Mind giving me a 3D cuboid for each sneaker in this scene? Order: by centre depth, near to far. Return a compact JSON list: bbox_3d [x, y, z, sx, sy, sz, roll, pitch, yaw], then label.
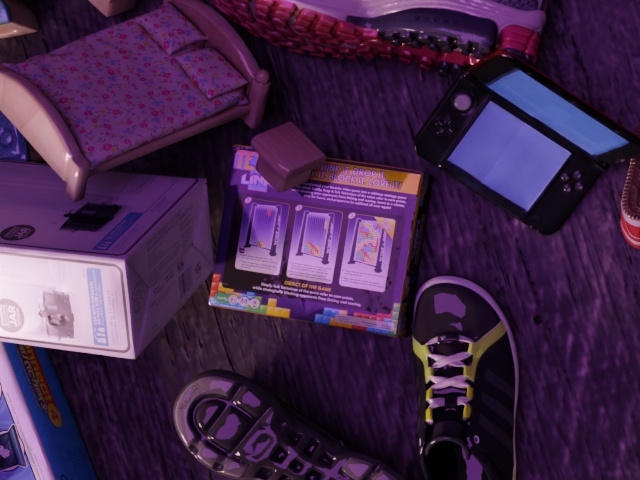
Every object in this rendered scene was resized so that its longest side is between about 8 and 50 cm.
[{"bbox_3d":[0.268,-0.050,1.428,0.042,0.067,0.118,15,63,18],"label":"sneaker"},{"bbox_3d":[0.119,0.142,1.431,0.084,0.097,0.234,-10,86,15],"label":"sneaker"},{"bbox_3d":[0.040,-0.210,1.464,0.299,0.121,0.112,11,77,9],"label":"sneaker"},{"bbox_3d":[0.001,0.197,1.465,0.267,0.106,0.101,41,93,5],"label":"sneaker"}]

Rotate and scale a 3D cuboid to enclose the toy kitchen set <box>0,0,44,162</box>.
[{"bbox_3d":[-0.361,-0.133,1.565,0.207,0.122,0.166,-9,86,16],"label":"toy kitchen set"}]

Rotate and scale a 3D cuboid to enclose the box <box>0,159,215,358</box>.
[{"bbox_3d":[-0.252,0.006,1.455,0.290,0.169,0.087,6,117,20],"label":"box"}]

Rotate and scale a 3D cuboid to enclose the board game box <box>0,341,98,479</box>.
[{"bbox_3d":[-0.358,0.229,1.572,0.302,0.086,0.308,-24,82,14],"label":"board game box"}]

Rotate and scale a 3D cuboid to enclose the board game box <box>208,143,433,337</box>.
[{"bbox_3d":[0.000,0.000,1.496,0.170,0.048,0.141,10,89,17],"label":"board game box"}]

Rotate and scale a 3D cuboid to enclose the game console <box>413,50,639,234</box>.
[{"bbox_3d":[0.163,-0.074,1.400,0.144,0.085,0.124,32,107,-10],"label":"game console"}]

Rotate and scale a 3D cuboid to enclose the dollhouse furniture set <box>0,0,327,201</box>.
[{"bbox_3d":[-0.206,-0.165,1.394,0.355,0.303,0.174,45,141,25],"label":"dollhouse furniture set"}]
